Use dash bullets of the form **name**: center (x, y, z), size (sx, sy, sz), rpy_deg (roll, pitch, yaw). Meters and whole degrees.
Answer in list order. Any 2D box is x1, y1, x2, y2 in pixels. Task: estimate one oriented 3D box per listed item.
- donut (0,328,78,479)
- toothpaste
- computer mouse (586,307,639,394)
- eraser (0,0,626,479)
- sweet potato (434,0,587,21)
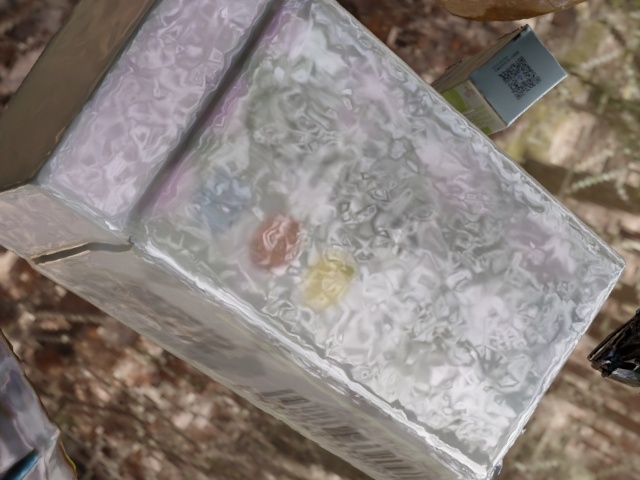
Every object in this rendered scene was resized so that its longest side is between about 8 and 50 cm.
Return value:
- **donut**: center (-0.211, 0.076, 0.670), size (0.096, 0.230, 0.216), rpy_deg (-47, 129, -36)
- **toothpaste**: center (0.155, -0.146, 1.592), size (0.081, 0.336, 0.067), rpy_deg (-40, 94, -8)
- **computer mouse**: center (0.303, 0.065, 1.218), size (0.242, 0.146, 0.077), rpy_deg (-10, 77, -39)
- **eraser**: center (0.000, 0.000, 0.920), size (0.397, 0.082, 0.213), rpy_deg (36, 86, -38)
- **sweet potato**: center (0.205, -0.240, 1.357), size (0.097, 0.292, 0.097), rpy_deg (2, 88, -55)
